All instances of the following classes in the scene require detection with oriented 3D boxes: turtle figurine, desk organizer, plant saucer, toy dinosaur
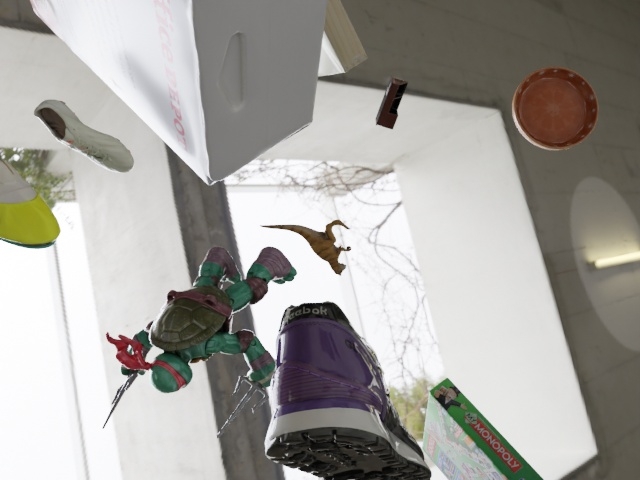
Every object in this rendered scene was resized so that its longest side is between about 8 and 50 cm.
[{"bbox_3d":[-0.119,0.097,0.586,0.175,0.118,0.234,14,-137,12],"label":"turtle figurine"},{"bbox_3d":[0.195,-0.373,1.529,0.050,0.130,0.047,15,-145,-7],"label":"desk organizer"},{"bbox_3d":[0.231,-0.130,0.554,0.084,0.013,0.083,0,-96,-2],"label":"plant saucer"},{"bbox_3d":[0.000,0.000,1.094,0.112,0.064,0.211,-48,-59,3],"label":"toy dinosaur"}]

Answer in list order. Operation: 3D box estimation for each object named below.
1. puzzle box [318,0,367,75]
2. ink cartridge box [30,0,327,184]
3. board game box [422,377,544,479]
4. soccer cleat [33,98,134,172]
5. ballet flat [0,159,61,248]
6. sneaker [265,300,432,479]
[{"bbox_3d":[-0.053,-0.455,1.097,0.052,0.409,0.272,-33,-70,-5],"label":"puzzle box"},{"bbox_3d":[-0.142,-0.230,0.463,0.131,0.226,0.306,-38,-112,-26],"label":"ink cartridge box"},{"bbox_3d":[0.276,0.401,1.014,0.046,0.317,0.213,-32,-124,-16],"label":"board game box"},{"bbox_3d":[-0.444,-0.188,1.052,0.196,0.068,0.076,38,-158,-12],"label":"soccer cleat"},{"bbox_3d":[-0.398,-0.067,0.662,0.231,0.077,0.077,27,-150,23],"label":"ballet flat"},{"bbox_3d":[0.033,0.145,0.498,0.283,0.107,0.124,68,-165,-55],"label":"sneaker"}]
